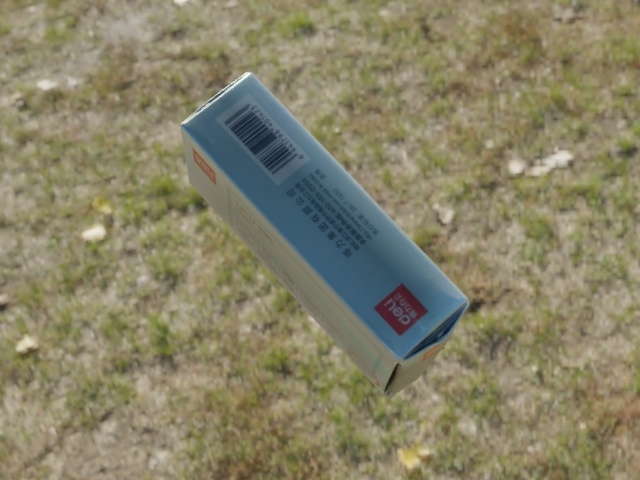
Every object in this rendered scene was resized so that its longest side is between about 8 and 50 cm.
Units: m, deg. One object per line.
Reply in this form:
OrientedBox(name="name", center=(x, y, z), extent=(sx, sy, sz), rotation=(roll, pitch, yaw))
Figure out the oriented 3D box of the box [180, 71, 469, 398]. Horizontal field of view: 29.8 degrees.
OrientedBox(name="box", center=(0.000, 0.000, 0.982), extent=(0.079, 0.135, 0.269), rotation=(-40, 76, -14))
